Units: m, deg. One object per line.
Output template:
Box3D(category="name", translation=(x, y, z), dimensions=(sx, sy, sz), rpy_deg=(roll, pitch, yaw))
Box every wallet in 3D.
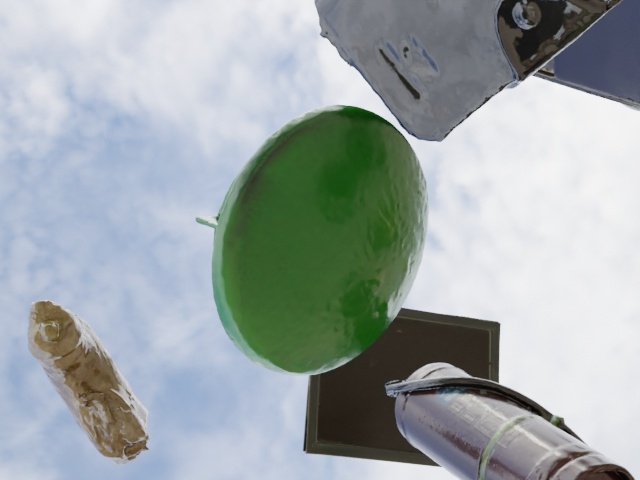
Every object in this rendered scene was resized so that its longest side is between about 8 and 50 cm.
Box3D(category="wallet", translation=(0.149, -0.240, 0.990), dimensions=(0.051, 0.377, 0.197), rpy_deg=(-33, -93, -46))

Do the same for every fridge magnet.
Box3D(category="fridge magnet", translation=(0.000, 0.000, 0.875), dimensions=(0.208, 0.088, 0.208), rpy_deg=(-18, -63, -38))

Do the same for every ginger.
Box3D(category="ginger", translation=(-0.249, 0.139, 1.220), dimensions=(0.074, 0.137, 0.213), rpy_deg=(-39, -66, -13))

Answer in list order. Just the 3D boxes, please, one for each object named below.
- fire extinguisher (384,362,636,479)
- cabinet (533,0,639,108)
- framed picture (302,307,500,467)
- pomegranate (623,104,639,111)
Box3D(category="fire extinguisher", translation=(0.175, 0.195, 1.154), dimensions=(0.141, 0.341, 0.105), rpy_deg=(15, -83, -29))
Box3D(category="cabinet", translation=(0.310, -0.269, 1.249), dimensions=(0.148, 0.215, 0.175), rpy_deg=(-37, -48, -28))
Box3D(category="framed picture", translation=(0.104, 0.178, 1.435), dimensions=(0.252, 0.014, 0.197), rpy_deg=(9, -110, -15))
Box3D(category="pomegranate", translation=(0.484, -0.245, 1.708), dimensions=(0.130, 0.130, 0.130), rpy_deg=(0, -90, -40))
